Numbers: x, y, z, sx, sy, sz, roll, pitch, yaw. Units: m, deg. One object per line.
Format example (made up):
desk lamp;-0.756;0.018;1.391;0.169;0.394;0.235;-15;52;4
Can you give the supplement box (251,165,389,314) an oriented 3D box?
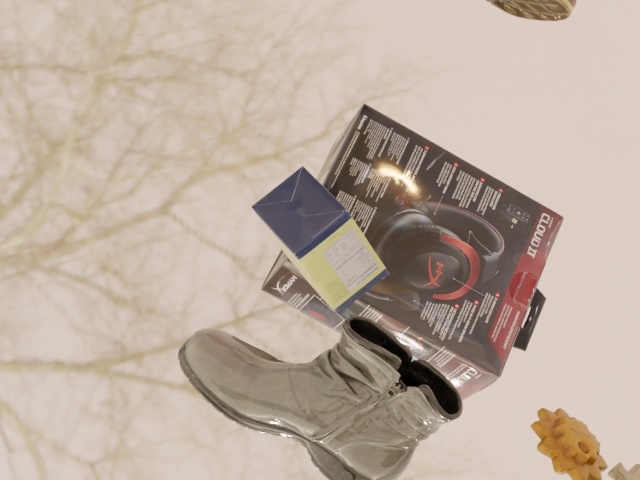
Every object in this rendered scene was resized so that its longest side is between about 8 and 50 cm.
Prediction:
supplement box;0.000;0.000;1.234;0.083;0.056;0.083;47;-6;49

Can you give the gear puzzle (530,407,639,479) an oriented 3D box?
gear puzzle;0.326;0.274;1.384;0.339;0.175;0.044;47;-58;12

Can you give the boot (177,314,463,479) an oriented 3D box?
boot;0.002;0.118;1.371;0.246;0.083;0.161;33;-51;4

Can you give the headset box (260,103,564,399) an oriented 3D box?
headset box;0.116;0.022;1.663;0.293;0.218;0.110;28;-27;-6

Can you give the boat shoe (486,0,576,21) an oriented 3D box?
boat shoe;0.162;-0.250;1.373;0.178;0.064;0.060;27;-101;38
